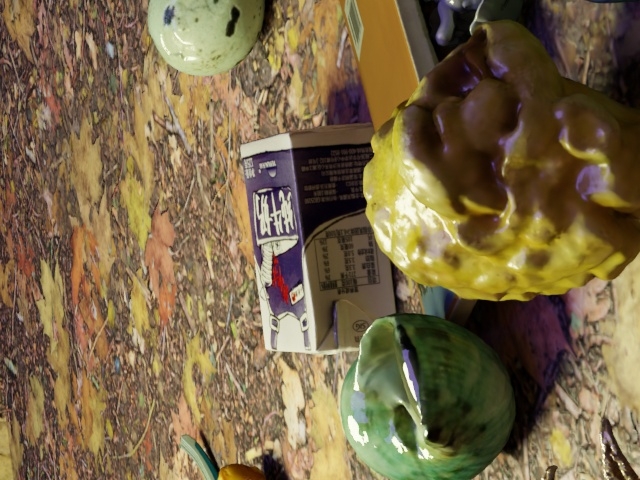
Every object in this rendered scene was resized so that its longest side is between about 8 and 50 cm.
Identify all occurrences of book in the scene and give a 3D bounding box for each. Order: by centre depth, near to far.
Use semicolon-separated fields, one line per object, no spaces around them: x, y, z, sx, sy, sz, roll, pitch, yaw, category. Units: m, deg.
0.075;-0.108;1.469;0.262;0.028;0.374;102;154;-72;book

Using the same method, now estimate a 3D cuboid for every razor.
-0.138;0.321;2.127;0.191;0.037;0.068;-116;27;-42;razor

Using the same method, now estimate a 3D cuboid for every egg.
-0.125;-0.263;1.847;0.131;0.131;0.164;49;131;52;egg

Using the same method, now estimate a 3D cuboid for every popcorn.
0.129;-0.047;1.195;0.226;0.203;0.200;32;98;34;popcorn

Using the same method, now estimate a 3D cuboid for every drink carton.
0.000;0.001;1.670;0.134;0.101;0.222;-6;92;64;drink carton

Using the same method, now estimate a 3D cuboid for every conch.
0.089;0.133;1.443;0.176;0.122;0.188;54;152;-14;conch

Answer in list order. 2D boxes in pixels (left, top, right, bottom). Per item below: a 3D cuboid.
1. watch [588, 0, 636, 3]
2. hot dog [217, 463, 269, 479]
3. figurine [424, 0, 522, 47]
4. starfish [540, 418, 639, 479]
0.200;-0.285;1.188;0.195;0.068;0.237;161;101;-65;watch
-0.050;0.357;1.893;0.269;0.072;0.115;51;139;49;hot dog
0.119;-0.198;1.369;0.086;0.082;0.094;17;70;32;figurine
0.234;0.245;1.253;0.213;0.057;0.238;34;130;51;starfish
